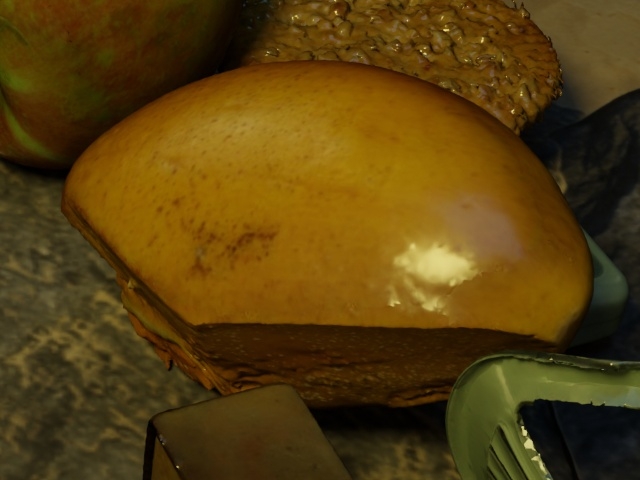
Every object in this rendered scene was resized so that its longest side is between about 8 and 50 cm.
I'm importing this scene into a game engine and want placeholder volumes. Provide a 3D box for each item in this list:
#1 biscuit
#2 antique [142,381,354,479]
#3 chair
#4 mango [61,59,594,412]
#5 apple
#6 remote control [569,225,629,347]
[{"bbox_3d":[0.047,-0.134,1.256,0.254,0.035,0.254,4,34,-3],"label":"biscuit"},{"bbox_3d":[0.007,0.208,0.860,0.087,0.093,0.310,-13,43,-24],"label":"antique"},{"bbox_3d":[0.173,0.182,0.846,0.190,0.203,0.275,-7,45,-1],"label":"chair"},{"bbox_3d":[0.000,0.000,0.984,0.350,0.199,0.201,5,7,44],"label":"mango"},{"bbox_3d":[-0.173,-0.177,1.179,0.246,0.246,0.226,25,56,20],"label":"apple"},{"bbox_3d":[0.081,-0.031,1.196,0.140,0.056,0.296,-10,41,-23],"label":"remote control"}]
